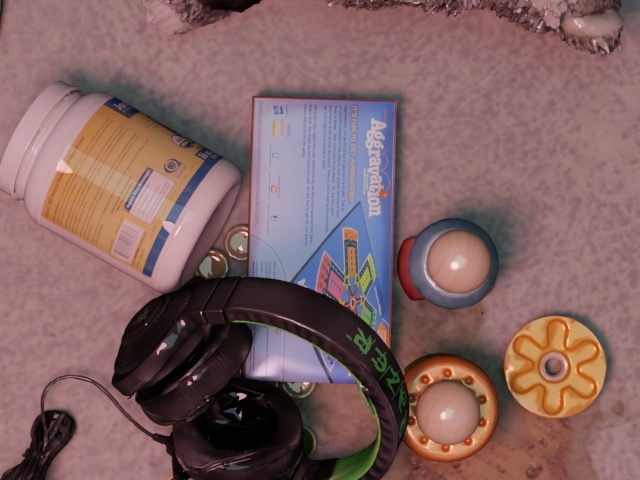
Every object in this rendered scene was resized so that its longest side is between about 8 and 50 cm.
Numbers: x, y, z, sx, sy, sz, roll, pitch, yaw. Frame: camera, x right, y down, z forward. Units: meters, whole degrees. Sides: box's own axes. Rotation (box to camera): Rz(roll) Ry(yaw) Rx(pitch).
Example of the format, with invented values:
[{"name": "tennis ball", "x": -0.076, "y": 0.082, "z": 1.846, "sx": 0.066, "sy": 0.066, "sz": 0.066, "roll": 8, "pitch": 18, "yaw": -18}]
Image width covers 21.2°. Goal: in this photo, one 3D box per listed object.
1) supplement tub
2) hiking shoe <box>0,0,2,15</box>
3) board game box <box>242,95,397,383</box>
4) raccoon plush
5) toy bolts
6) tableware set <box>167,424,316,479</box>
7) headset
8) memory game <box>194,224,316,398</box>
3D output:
[{"name": "supplement tub", "x": -0.192, "y": -0.053, "z": 1.638, "sx": 0.200, "sy": 0.144, "sz": 0.144, "roll": 29, "pitch": 88, "yaw": 4}, {"name": "hiking shoe", "x": -0.407, "y": -0.162, "z": 1.652, "sx": 0.113, "sy": 0.132, "sz": 0.304, "roll": 29, "pitch": 88, "yaw": 1}, {"name": "board game box", "x": 0.000, "y": 0.000, "z": 1.685, "sx": 0.145, "sy": 0.027, "sz": 0.281, "roll": 2, "pitch": 87, "yaw": 1}, {"name": "raccoon plush", "x": 0.086, "y": -0.266, "z": 1.668, "sx": 0.299, "sy": 0.446, "sz": 0.216, "roll": 40, "pitch": 50, "yaw": -34}, {"name": "toy bolts", "x": 0.163, "y": 0.086, "z": 1.626, "sx": 0.218, "sy": 0.158, "sz": 0.228, "roll": -11, "pitch": 87, "yaw": 0}, {"name": "tableware set", "x": -0.075, "y": 0.238, "z": 1.687, "sx": 0.154, "sy": 0.024, "sz": 0.104, "roll": -10, "pitch": 87, "yaw": 0}, {"name": "headset", "x": -0.115, "y": 0.168, "z": 1.579, "sx": 0.394, "sy": 0.185, "sz": 0.243, "roll": -9, "pitch": 123, "yaw": 31}, {"name": "memory game", "x": -0.049, "y": 0.071, "z": 1.701, "sx": 0.186, "sy": 0.012, "sz": 0.186, "roll": 0, "pitch": 87, "yaw": 0}]
